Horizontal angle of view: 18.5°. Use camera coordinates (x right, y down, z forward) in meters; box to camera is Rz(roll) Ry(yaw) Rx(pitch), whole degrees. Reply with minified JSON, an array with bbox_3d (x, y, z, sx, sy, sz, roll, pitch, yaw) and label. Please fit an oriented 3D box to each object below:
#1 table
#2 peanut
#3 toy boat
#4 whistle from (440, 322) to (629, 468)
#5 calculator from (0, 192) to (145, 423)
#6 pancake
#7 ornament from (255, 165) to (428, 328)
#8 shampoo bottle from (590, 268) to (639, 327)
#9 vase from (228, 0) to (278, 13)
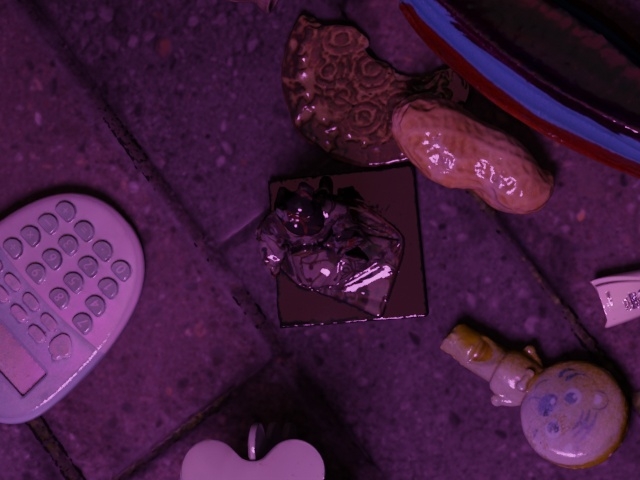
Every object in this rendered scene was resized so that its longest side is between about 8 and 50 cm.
[{"bbox_3d":[-0.043,0.254,1.860,0.166,0.198,0.167,-1,85,11],"label":"table"},{"bbox_3d":[0.144,-0.080,1.906,0.174,0.080,0.080,29,92,1],"label":"peanut"},{"bbox_3d":[0.251,-0.161,1.901,0.392,0.079,0.136,36,84,14],"label":"toy boat"},{"bbox_3d":[0.206,0.145,1.897,0.198,0.057,0.104,31,81,19],"label":"whistle"},{"bbox_3d":[-0.306,0.079,2.009,0.295,0.042,0.184,-44,79,2],"label":"calculator"},{"bbox_3d":[0.050,-0.163,1.967,0.184,0.020,0.190,-37,81,7],"label":"pancake"},{"bbox_3d":[0.000,0.000,1.875,0.166,0.196,0.153,-7,83,12],"label":"ornament"},{"bbox_3d":[0.333,0.041,1.886,0.141,0.034,0.049,-18,77,8],"label":"shampoo bottle"},{"bbox_3d":[-0.089,-0.266,1.987,0.100,0.053,0.053,22,90,8],"label":"vase"}]
